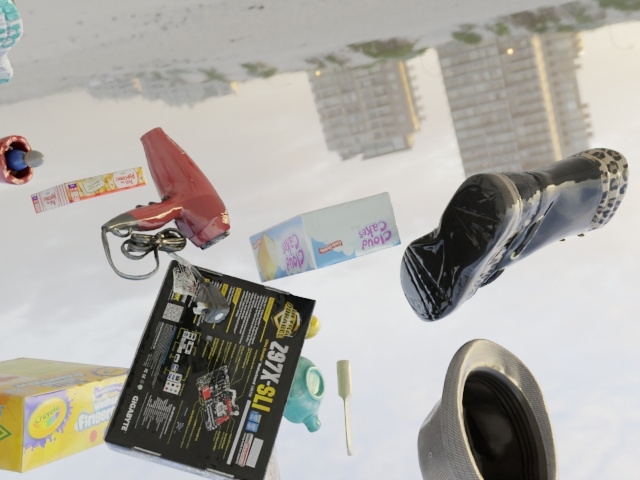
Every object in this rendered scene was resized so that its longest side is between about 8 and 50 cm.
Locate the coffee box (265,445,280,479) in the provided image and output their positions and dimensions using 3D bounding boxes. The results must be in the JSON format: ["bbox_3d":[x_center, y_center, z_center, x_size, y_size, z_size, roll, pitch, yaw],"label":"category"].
[{"bbox_3d":[-0.167,0.547,1.875,0.119,0.297,0.168,-7,-179,7],"label":"coffee box"}]

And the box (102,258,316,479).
[{"bbox_3d":[-0.172,0.214,1.302,0.257,0.322,0.079,16,156,-1],"label":"box"}]

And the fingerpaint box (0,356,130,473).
[{"bbox_3d":[-0.681,0.384,1.828,0.371,0.163,0.445,2,179,18],"label":"fingerpaint box"}]

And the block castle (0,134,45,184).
[{"bbox_3d":[-0.604,-0.265,1.196,0.213,0.453,0.303,-1,-159,18],"label":"block castle"}]

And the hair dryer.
[{"bbox_3d":[-0.203,-0.044,1.108,0.080,0.223,0.293,-29,-129,17],"label":"hair dryer"}]

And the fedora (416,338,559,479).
[{"bbox_3d":[0.224,0.292,1.144,0.124,0.244,0.275,-34,-139,38],"label":"fedora"}]

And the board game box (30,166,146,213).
[{"bbox_3d":[-0.496,-0.110,1.719,0.147,0.045,0.193,-9,-172,43],"label":"board game box"}]

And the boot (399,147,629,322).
[{"bbox_3d":[0.304,-0.009,1.301,0.284,0.138,0.377,-18,153,-25],"label":"boot"}]

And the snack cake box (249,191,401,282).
[{"bbox_3d":[0.000,0.000,1.309,0.152,0.089,0.264,-14,178,-23],"label":"snack cake box"}]

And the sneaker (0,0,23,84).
[{"bbox_3d":[-0.369,-0.233,0.870,0.065,0.076,0.166,-16,170,-33],"label":"sneaker"}]

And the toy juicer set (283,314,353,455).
[{"bbox_3d":[-0.037,0.248,1.527,0.089,0.329,0.209,-19,-140,31],"label":"toy juicer set"}]
